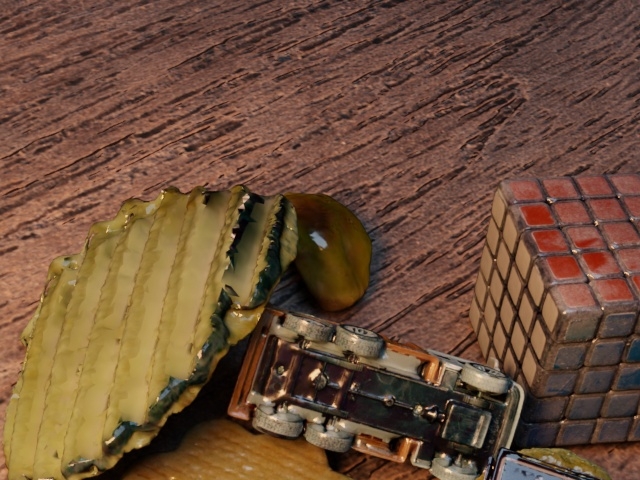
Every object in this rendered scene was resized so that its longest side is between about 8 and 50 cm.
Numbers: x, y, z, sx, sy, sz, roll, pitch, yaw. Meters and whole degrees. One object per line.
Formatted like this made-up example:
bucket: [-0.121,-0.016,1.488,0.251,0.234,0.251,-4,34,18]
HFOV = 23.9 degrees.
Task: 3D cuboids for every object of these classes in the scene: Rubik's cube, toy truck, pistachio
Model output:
Rubik's cube: [0.324,0.081,1.760,0.237,0.237,0.238,-2,40,-13]
toy truck: [0.057,0.162,1.666,0.305,0.136,0.162,17,7,-8]
pistachio: [0.004,0.000,1.877,0.110,0.100,0.189,-16,49,-22]

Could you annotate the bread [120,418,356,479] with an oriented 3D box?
bread: [-0.060,0.284,1.601,0.286,0.056,0.207,28,44,16]

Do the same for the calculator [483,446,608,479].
calculator: [0.215,0.353,1.495,0.166,0.028,0.274,17,65,2]

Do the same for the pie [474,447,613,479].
pie: [0.236,0.345,1.555,0.277,0.078,0.277,5,58,-9]

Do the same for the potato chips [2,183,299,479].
potato chips: [-0.195,0.090,1.639,0.358,0.070,0.429,-21,36,23]
